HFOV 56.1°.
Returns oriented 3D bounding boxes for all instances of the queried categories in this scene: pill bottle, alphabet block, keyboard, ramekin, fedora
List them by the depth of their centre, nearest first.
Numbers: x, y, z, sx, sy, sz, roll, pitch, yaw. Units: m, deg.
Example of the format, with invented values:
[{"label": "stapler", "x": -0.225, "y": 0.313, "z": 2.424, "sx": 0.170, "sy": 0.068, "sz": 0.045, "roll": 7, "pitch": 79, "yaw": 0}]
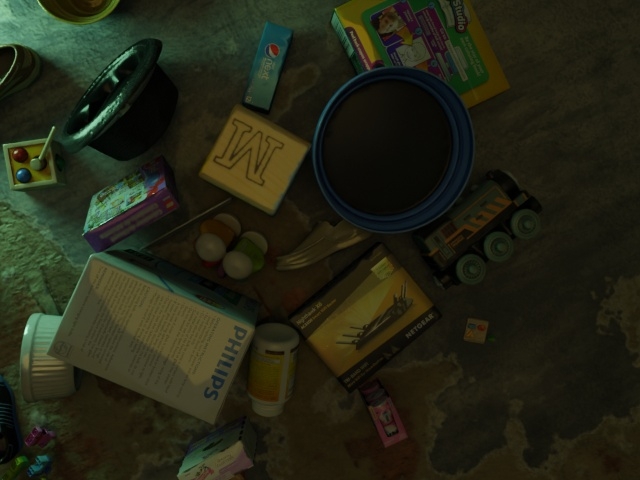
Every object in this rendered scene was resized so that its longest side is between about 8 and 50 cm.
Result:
[{"label": "ramekin", "x": -0.625, "y": 0.274, "z": 1.416, "sx": 0.109, "sy": 0.207, "sz": 0.207, "roll": 2, "pitch": 91, "yaw": -14}, {"label": "fedora", "x": -0.449, "y": -0.309, "z": 1.417, "sx": 0.334, "sy": 0.334, "sz": 0.152, "roll": -49, "pitch": 127, "yaw": -2}, {"label": "alphabet block", "x": -0.154, "y": -0.184, "z": 1.441, "sx": 0.197, "sy": 0.192, "sz": 0.193, "roll": 28, "pitch": 87, "yaw": -5}, {"label": "pill bottle", "x": -0.119, "y": 0.319, "z": 1.471, "sx": 0.117, "sy": 0.117, "sz": 0.214, "roll": 6, "pitch": 110, "yaw": -4}, {"label": "keyboard", "x": -0.329, "y": -0.042, "z": 1.488, "sx": 0.256, "sy": 0.072, "sz": 0.014, "roll": -30, "pitch": 90, "yaw": -3}]

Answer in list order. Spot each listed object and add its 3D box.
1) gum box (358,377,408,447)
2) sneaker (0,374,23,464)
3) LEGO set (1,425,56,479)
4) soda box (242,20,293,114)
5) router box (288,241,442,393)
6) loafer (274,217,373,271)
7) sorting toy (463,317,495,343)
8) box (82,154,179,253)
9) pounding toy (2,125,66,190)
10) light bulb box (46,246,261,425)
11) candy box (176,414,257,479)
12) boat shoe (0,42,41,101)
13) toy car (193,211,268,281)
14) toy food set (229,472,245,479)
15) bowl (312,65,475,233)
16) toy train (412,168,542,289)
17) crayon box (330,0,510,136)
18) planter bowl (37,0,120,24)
[{"label": "gum box", "x": 0.150, "y": 0.418, "z": 1.471, "sx": 0.062, "sy": 0.188, "sz": 0.107, "roll": -24, "pitch": 93, "yaw": -3}, {"label": "sneaker", "x": -0.793, "y": 0.429, "z": 1.458, "sx": 0.082, "sy": 0.090, "sz": 0.232, "roll": -19, "pitch": 93, "yaw": -3}, {"label": "LEGO set", "x": -0.707, "y": 0.574, "z": 1.478, "sx": 0.087, "sy": 0.093, "sz": 0.227, "roll": 38, "pitch": 94, "yaw": 27}, {"label": "soda box", "x": -0.131, "y": -0.426, "z": 1.497, "sx": 0.071, "sy": 0.067, "sz": 0.210, "roll": 17, "pitch": 90, "yaw": -4}, {"label": "router box", "x": 0.111, "y": 0.191, "z": 1.518, "sx": 0.309, "sy": 0.081, "sz": 0.243, "roll": -40, "pitch": 93, "yaw": -2}, {"label": "loafer", "x": 0.000, "y": 0.000, "z": 1.503, "sx": 0.269, "sy": 0.102, "sz": 0.092, "roll": -24, "pitch": 91, "yaw": -12}, {"label": "sorting toy", "x": 0.421, "y": 0.239, "z": 1.573, "sx": 0.083, "sy": 0.012, "sz": 0.062, "roll": 11, "pitch": 90, "yaw": -4}, {"label": "box", "x": -0.430, "y": -0.092, "z": 1.374, "sx": 0.201, "sy": 0.293, "sz": 0.057, "roll": -31, "pitch": 116, "yaw": -2}, {"label": "pounding toy", "x": -0.679, "y": -0.194, "z": 1.449, "sx": 0.141, "sy": 0.100, "sz": 0.130, "roll": -9, "pitch": 92, "yaw": -3}, {"label": "light bulb box", "x": -0.341, "y": 0.192, "z": 1.351, "sx": 0.361, "sy": 0.358, "sz": 0.225, "roll": 24, "pitch": 91, "yaw": -5}, {"label": "candy box", "x": -0.242, "y": 0.515, "z": 1.443, "sx": 0.165, "sy": 0.196, "sz": 0.070, "roll": -28, "pitch": 93, "yaw": -2}, {"label": "boat shoe", "x": -0.824, "y": -0.362, "z": 1.428, "sx": 0.324, "sy": 0.116, "sz": 0.123, "roll": -43, "pitch": 93, "yaw": -2}, {"label": "toy car", "x": -0.228, "y": 0.032, "z": 1.475, "sx": 0.182, "sy": 0.159, "sz": 0.136, "roll": 33, "pitch": 123, "yaw": -4}, {"label": "toy food set", "x": -0.230, "y": 0.625, "z": 1.534, "sx": 0.083, "sy": 0.020, "sz": 0.082, "roll": 26, "pitch": 89, "yaw": -3}, {"label": "bowl", "x": 0.168, "y": -0.212, "z": 1.420, "sx": 0.392, "sy": 0.077, "sz": 0.390, "roll": -3, "pitch": 106, "yaw": -11}, {"label": "toy train", "x": 0.391, "y": -0.028, "z": 1.499, "sx": 0.334, "sy": 0.142, "sz": 0.190, "roll": -39, "pitch": 95, "yaw": -3}, {"label": "crayon box", "x": 0.247, "y": -0.468, "z": 1.501, "sx": 0.313, "sy": 0.106, "sz": 0.362, "roll": -27, "pitch": 94, "yaw": -4}, {"label": "planter bowl", "x": -0.571, "y": -0.615, "z": 1.453, "sx": 0.217, "sy": 0.090, "sz": 0.217, "roll": 0, "pitch": 91, "yaw": -3}]
